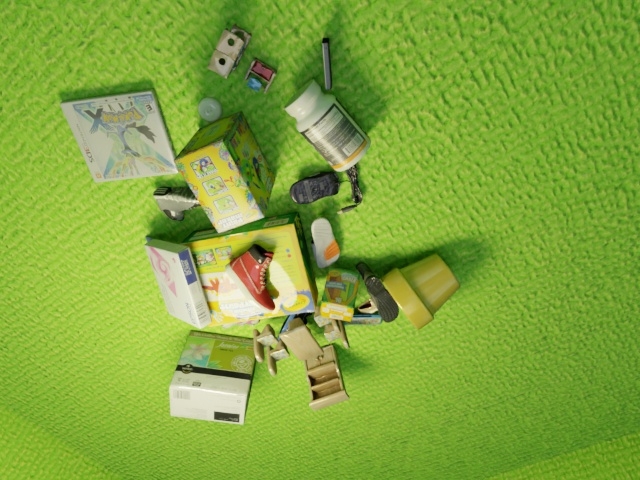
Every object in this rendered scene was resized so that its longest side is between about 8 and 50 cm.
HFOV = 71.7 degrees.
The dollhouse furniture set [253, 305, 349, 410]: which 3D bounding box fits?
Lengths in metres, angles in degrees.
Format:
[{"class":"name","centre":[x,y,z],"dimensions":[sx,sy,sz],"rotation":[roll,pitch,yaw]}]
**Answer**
[{"class":"dollhouse furniture set","centre":[-0.040,0.517,1.911],"dimensions":[0.362,0.256,0.394],"rotation":[-22,133,7]}]

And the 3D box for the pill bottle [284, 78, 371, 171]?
[{"class":"pill bottle","centre":[0.023,-0.373,1.448],"dimensions":[0.162,0.162,0.278],"rotation":[-36,114,23]}]

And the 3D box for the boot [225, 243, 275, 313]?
[{"class":"boot","centre":[-0.206,0.137,1.613],"dimensions":[0.176,0.088,0.244],"rotation":[-35,100,14]}]

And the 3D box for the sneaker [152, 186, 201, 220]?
[{"class":"sneaker","centre":[-0.510,-0.131,1.681],"dimensions":[0.229,0.086,0.132],"rotation":[7,128,10]}]

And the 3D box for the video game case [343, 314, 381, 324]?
[{"class":"video game case","centre":[0.185,0.353,1.964],"dimensions":[0.166,0.015,0.119],"rotation":[-1,155,3]}]

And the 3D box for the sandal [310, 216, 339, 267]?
[{"class":"sandal","centre":[0.010,-0.004,1.736],"dimensions":[0.102,0.076,0.265],"rotation":[-21,134,-11]}]

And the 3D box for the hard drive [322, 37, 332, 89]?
[{"class":"hard drive","centre":[0.021,-0.548,1.373],"dimensions":[0.022,0.094,0.135],"rotation":[-4,123,4]}]

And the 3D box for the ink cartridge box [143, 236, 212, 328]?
[{"class":"ink cartridge box","centre":[-0.581,0.159,1.736],"dimensions":[0.330,0.071,0.324],"rotation":[8,119,40]}]

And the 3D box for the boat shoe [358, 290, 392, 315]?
[{"class":"boat shoe","centre":[0.234,0.268,1.912],"dimensions":[0.059,0.063,0.170],"rotation":[36,118,-26]}]

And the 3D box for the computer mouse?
[{"class":"computer mouse","centre":[0.025,-0.174,1.640],"dimensions":[0.262,0.060,0.184],"rotation":[-20,116,1]}]

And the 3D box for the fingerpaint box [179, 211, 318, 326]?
[{"class":"fingerpaint box","centre":[-0.264,0.116,1.742],"dimensions":[0.445,0.163,0.370],"rotation":[-11,110,9]}]

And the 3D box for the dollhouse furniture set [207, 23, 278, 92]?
[{"class":"dollhouse furniture set","centre":[-0.223,-0.549,1.360],"dimensions":[0.184,0.129,0.129],"rotation":[29,119,-14]}]

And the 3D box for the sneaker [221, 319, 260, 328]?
[{"class":"sneaker","centre":[-0.326,0.336,1.956],"dimensions":[0.252,0.103,0.111],"rotation":[-28,116,19]}]

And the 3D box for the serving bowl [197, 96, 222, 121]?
[{"class":"serving bowl","centre":[-0.375,-0.440,1.498],"dimensions":[0.083,0.027,0.083],"rotation":[1,123,1]}]

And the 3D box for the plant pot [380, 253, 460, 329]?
[{"class":"plant pot","centre":[0.408,0.184,1.761],"dimensions":[0.239,0.254,0.254],"rotation":[-37,116,5]}]

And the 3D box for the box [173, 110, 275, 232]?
[{"class":"box","centre":[-0.299,-0.232,1.474],"dimensions":[0.177,0.290,0.279],"rotation":[-18,119,14]}]

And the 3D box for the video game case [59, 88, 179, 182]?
[{"class":"video game case","centre":[-0.695,-0.360,1.558],"dimensions":[0.329,0.036,0.299],"rotation":[-6,123,6]}]

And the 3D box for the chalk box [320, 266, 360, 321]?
[{"class":"chalk box","centre":[0.084,0.197,1.783],"dimensions":[0.133,0.213,0.132],"rotation":[10,146,5]}]

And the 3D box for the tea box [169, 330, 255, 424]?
[{"class":"tea box","centre":[-0.473,0.617,2.011],"dimensions":[0.329,0.323,0.219],"rotation":[8,124,-4]}]

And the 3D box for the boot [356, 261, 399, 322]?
[{"class":"boot","centre":[0.234,0.206,1.819],"dimensions":[0.083,0.161,0.246],"rotation":[-29,113,1]}]

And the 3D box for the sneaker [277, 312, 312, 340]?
[{"class":"sneaker","centre":[-0.118,0.384,1.991],"dimensions":[0.091,0.081,0.232],"rotation":[25,120,-7]}]
